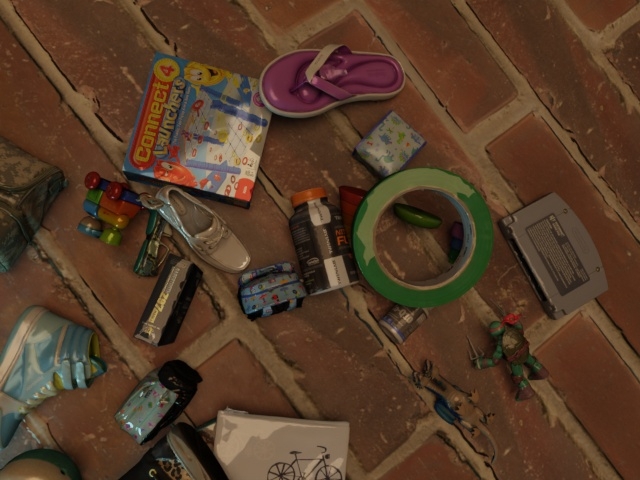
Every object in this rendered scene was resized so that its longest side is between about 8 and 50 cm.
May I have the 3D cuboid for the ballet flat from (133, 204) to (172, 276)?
[{"bbox_3d":[-0.385,-0.003,1.339,0.070,0.070,0.188,16,82,-7],"label":"ballet flat"}]

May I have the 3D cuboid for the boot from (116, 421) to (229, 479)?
[{"bbox_3d":[-0.296,0.601,1.139,0.284,0.138,0.377,-34,77,-4],"label":"boot"}]

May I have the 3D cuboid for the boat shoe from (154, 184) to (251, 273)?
[{"bbox_3d":[-0.265,-0.019,1.310,0.277,0.096,0.098,42,73,-20],"label":"boat shoe"}]

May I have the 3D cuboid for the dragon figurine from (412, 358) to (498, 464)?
[{"bbox_3d":[0.338,0.407,1.378,0.085,0.144,0.289,-44,110,-14],"label":"dragon figurine"}]

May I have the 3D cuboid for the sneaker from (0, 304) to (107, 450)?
[{"bbox_3d":[-0.589,0.318,1.223,0.208,0.127,0.318,18,81,-5],"label":"sneaker"}]

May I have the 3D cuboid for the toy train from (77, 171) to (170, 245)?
[{"bbox_3d":[-0.443,-0.051,1.262,0.248,0.105,0.143,23,91,34],"label":"toy train"}]

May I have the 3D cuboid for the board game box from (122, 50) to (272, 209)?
[{"bbox_3d":[-0.283,-0.263,1.370,0.302,0.086,0.308,13,81,-8],"label":"board game box"}]

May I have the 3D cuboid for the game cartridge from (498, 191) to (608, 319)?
[{"bbox_3d":[0.621,0.034,1.493,0.198,0.062,0.297,-27,87,-16],"label":"game cartridge"}]

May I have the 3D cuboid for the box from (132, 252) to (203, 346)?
[{"bbox_3d":[-0.324,0.133,1.235,0.059,0.232,0.183,23,79,-2],"label":"box"}]

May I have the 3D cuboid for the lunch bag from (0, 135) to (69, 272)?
[{"bbox_3d":[-0.748,-0.119,1.224,0.305,0.212,0.256,29,62,-5],"label":"lunch bag"}]

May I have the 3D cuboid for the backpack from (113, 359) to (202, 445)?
[{"bbox_3d":[-0.363,0.356,1.255,0.115,0.152,0.182,42,90,4],"label":"backpack"}]

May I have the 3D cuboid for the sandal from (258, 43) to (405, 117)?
[{"bbox_3d":[0.042,-0.413,1.392,0.416,0.102,0.169,-18,85,-27],"label":"sandal"}]

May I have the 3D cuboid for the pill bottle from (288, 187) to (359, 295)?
[{"bbox_3d":[0.000,0.000,1.357,0.131,0.130,0.245,-15,85,-11],"label":"pill bottle"}]

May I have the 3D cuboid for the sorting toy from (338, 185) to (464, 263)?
[{"bbox_3d":[0.203,-0.025,1.421,0.366,0.127,0.126,18,104,-5],"label":"sorting toy"}]

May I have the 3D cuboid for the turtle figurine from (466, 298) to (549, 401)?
[{"bbox_3d":[0.465,0.271,1.408,0.175,0.118,0.234,-37,95,-12],"label":"turtle figurine"}]

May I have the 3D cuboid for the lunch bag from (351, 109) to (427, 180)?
[{"bbox_3d":[0.175,-0.237,1.436,0.129,0.096,0.151,42,88,-1],"label":"lunch bag"}]

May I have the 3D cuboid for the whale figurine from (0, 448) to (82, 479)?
[{"bbox_3d":[-0.625,0.551,1.197,0.272,0.141,0.216,-41,102,11],"label":"whale figurine"}]

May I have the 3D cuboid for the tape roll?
[{"bbox_3d":[0.232,-0.009,1.313,0.321,0.077,0.321,0,96,-2],"label":"tape roll"}]

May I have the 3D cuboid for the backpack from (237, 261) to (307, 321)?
[{"bbox_3d":[-0.112,0.115,1.302,0.158,0.173,0.116,-15,85,-10],"label":"backpack"}]

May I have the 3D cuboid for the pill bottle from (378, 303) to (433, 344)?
[{"bbox_3d":[0.216,0.182,1.393,0.137,0.078,0.078,-43,91,-12],"label":"pill bottle"}]

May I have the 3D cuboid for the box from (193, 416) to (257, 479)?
[{"bbox_3d":[-0.203,0.525,1.288,0.101,0.060,0.244,-23,87,-12],"label":"box"}]

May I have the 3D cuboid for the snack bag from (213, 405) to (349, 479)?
[{"bbox_3d":[-0.090,0.556,1.254,0.323,0.037,0.342,9,81,-8],"label":"snack bag"}]
